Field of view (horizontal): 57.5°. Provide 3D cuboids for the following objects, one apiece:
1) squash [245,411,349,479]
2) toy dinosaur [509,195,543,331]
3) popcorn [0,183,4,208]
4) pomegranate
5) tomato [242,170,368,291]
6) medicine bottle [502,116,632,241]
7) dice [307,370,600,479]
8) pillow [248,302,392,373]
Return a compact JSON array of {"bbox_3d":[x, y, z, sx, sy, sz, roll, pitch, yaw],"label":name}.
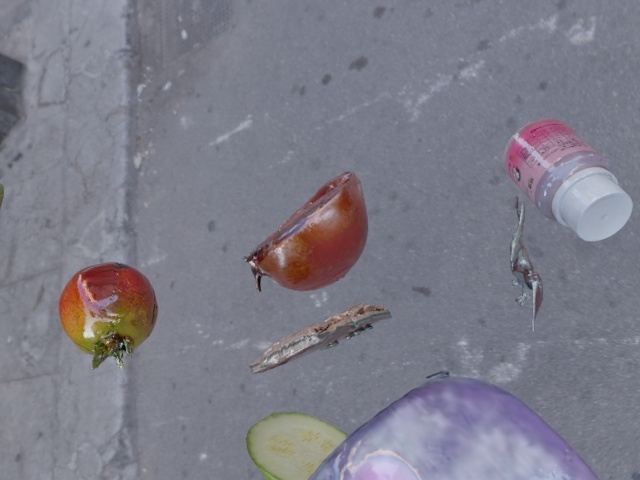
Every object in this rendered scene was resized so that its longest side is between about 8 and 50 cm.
[{"bbox_3d":[-0.025,0.422,1.144,0.189,0.189,0.260,-48,65,17],"label":"squash"},{"bbox_3d":[0.252,0.025,0.727,0.032,0.108,0.220,-8,43,15],"label":"toy dinosaur"},{"bbox_3d":[-0.280,-0.024,0.389,0.106,0.116,0.121,40,100,0],"label":"popcorn"},{"bbox_3d":[-0.460,0.160,1.272,0.210,0.210,0.235,-36,49,24],"label":"pomegranate"},{"bbox_3d":[0.000,0.006,1.206,0.308,0.309,0.170,-33,102,25],"label":"tomato"},{"bbox_3d":[0.440,-0.111,1.049,0.147,0.147,0.247,-44,35,20],"label":"medicine bottle"},{"bbox_3d":[0.146,0.339,0.644,0.270,0.270,0.271,-28,52,-21],"label":"dice"},{"bbox_3d":[0.005,0.138,0.845,0.126,0.232,0.043,-34,76,29],"label":"pillow"}]
